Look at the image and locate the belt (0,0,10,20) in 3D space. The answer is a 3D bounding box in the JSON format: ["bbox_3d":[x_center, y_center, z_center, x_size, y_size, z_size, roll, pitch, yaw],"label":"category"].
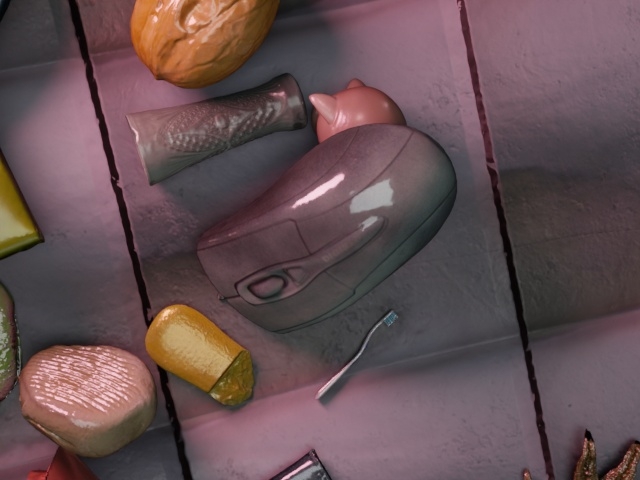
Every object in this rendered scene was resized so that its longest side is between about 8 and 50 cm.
[{"bbox_3d":[-0.558,-0.287,1.233,0.437,0.173,0.300,-32,103,-4],"label":"belt"}]

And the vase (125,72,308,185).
[{"bbox_3d":[-0.129,-0.148,1.359,0.219,0.096,0.096,-19,99,-9],"label":"vase"}]

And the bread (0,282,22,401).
[{"bbox_3d":[-0.494,0.131,1.361,0.229,0.033,0.228,-1,95,-8],"label":"bread"}]

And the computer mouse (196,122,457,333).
[{"bbox_3d":[0.000,0.000,1.324,0.371,0.122,0.188,-33,109,25],"label":"computer mouse"}]

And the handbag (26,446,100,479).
[{"bbox_3d":[-0.298,0.349,1.325,0.059,0.212,0.157,-43,101,-2],"label":"handbag"}]

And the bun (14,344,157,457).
[{"bbox_3d":[-0.297,0.208,1.346,0.167,0.173,0.113,-19,131,-39],"label":"bun"}]

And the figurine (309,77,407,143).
[{"bbox_3d":[0.049,-0.140,1.374,0.125,0.125,0.138,-34,90,-4],"label":"figurine"}]

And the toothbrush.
[{"bbox_3d":[0.046,0.156,1.458,0.017,0.014,0.162,44,89,8],"label":"toothbrush"}]

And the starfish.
[{"bbox_3d":[0.394,0.384,1.518,0.213,0.057,0.237,1,92,-1],"label":"starfish"}]

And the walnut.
[{"bbox_3d":[-0.142,-0.282,1.310,0.159,0.159,0.206,37,89,-11],"label":"walnut"}]

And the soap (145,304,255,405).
[{"bbox_3d":[-0.152,0.153,1.416,0.168,0.033,0.089,33,93,-12],"label":"soap"}]

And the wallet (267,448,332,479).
[{"bbox_3d":[-0.122,0.461,1.451,0.379,0.046,0.190,-31,101,-5],"label":"wallet"}]

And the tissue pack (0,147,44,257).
[{"bbox_3d":[-0.496,-0.032,1.259,0.275,0.167,0.200,-25,93,-13],"label":"tissue pack"}]
